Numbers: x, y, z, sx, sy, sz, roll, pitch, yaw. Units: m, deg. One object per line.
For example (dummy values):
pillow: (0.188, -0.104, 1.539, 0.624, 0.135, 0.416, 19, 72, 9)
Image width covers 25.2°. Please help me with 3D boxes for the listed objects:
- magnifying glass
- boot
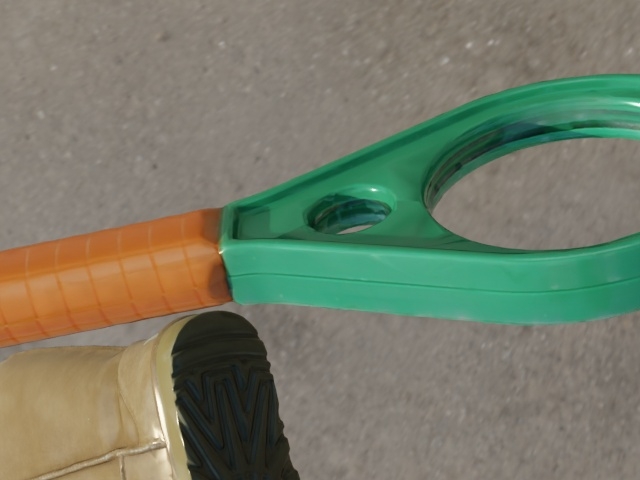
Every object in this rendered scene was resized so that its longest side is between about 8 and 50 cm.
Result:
magnifying glass: (0.000, 0.000, 0.370, 0.231, 0.092, 0.026, -10, 121, 5)
boot: (-0.111, 0.166, 0.844, 0.269, 0.089, 0.236, -20, 72, 52)
